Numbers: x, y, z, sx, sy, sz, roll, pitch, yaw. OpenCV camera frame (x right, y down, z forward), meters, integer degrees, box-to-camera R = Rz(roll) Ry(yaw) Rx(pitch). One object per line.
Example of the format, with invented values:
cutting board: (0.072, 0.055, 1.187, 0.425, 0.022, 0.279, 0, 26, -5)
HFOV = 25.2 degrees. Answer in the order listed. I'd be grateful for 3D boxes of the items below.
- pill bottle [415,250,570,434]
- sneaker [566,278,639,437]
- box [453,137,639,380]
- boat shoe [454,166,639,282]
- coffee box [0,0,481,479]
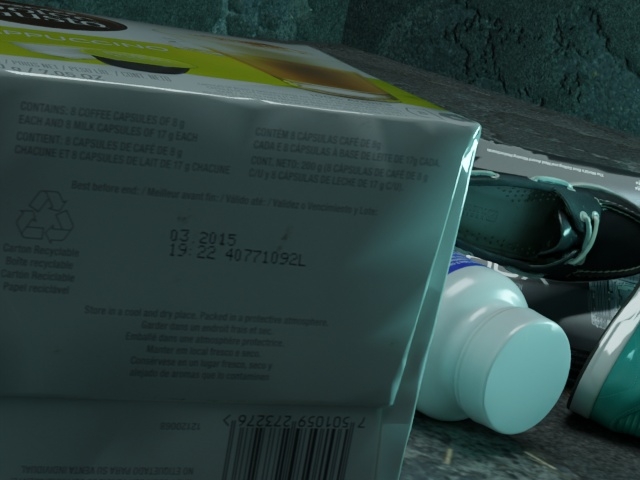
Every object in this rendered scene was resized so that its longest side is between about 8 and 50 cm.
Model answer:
pill bottle: (0.102, 0.081, 1.369, 0.152, 0.152, 0.272, 0, 18, -39)
sneaker: (0.393, 0.092, 1.424, 0.178, 0.295, 0.123, 30, -22, 17)
box: (0.293, 0.033, 1.571, 0.308, 0.076, 0.242, 13, 59, 4)
boat shoe: (0.222, -0.010, 1.443, 0.303, 0.114, 0.091, 8, 11, -17)
coffee box: (-0.138, 0.024, 1.025, 0.338, 0.338, 0.334, 6, 15, -23)
